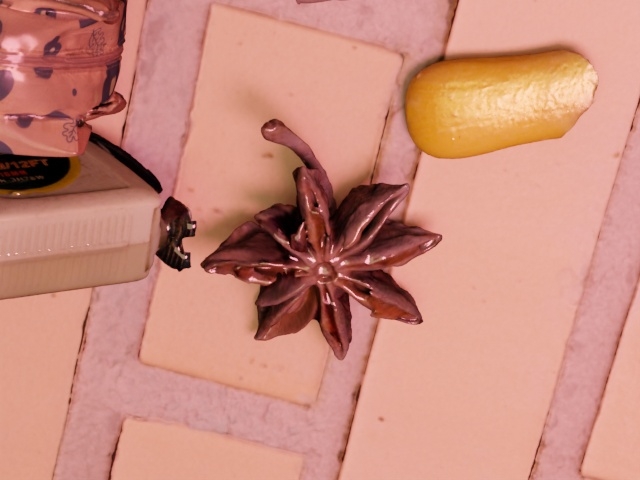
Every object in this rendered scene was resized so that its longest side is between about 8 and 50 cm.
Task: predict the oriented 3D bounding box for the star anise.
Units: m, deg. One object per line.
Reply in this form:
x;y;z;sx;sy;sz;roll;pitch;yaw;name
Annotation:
0.000;-0.001;1.645;0.209;0.089;0.231;4;115;-8;star anise

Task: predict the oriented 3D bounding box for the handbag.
-0.254;-0.167;1.528;0.193;0.251;0.190;10;106;0;handbag

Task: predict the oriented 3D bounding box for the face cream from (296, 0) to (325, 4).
0.060;-0.288;1.494;0.195;0.175;0.175;-10;107;7;face cream

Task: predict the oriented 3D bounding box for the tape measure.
-0.258;-0.029;1.618;0.235;0.207;0.115;-7;121;-33;tape measure

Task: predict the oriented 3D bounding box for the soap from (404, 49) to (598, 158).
0.157;-0.118;1.618;0.169;0.033;0.089;-5;110;7;soap
